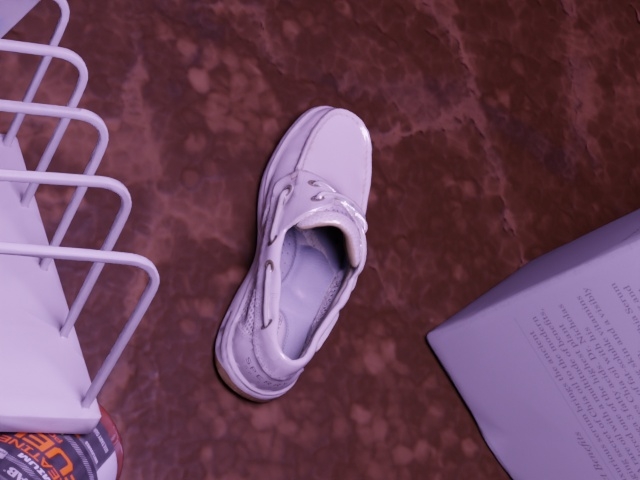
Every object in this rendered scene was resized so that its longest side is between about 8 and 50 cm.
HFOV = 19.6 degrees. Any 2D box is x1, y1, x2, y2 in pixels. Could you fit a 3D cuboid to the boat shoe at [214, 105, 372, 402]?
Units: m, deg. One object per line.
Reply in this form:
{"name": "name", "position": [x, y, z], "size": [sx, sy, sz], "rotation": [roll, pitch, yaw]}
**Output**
{"name": "boat shoe", "position": [0.000, 0.000, 1.514], "size": [0.098, 0.096, 0.277], "rotation": [28, 59, -22]}

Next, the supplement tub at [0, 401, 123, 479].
{"name": "supplement tub", "position": [-0.219, 0.182, 1.259], "size": [0.106, 0.106, 0.198], "rotation": [51, 33, -7]}

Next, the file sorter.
{"name": "file sorter", "position": [-0.244, -0.031, 1.254], "size": [0.193, 0.173, 0.277], "rotation": [5, 45, -32]}

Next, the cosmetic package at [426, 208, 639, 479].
{"name": "cosmetic package", "position": [0.316, 0.078, 1.471], "size": [0.161, 0.453, 0.230], "rotation": [-33, 93, -38]}

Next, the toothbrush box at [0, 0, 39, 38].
{"name": "toothbrush box", "position": [-0.305, -0.293, 1.347], "size": [0.295, 0.216, 0.126], "rotation": [35, 57, -19]}
